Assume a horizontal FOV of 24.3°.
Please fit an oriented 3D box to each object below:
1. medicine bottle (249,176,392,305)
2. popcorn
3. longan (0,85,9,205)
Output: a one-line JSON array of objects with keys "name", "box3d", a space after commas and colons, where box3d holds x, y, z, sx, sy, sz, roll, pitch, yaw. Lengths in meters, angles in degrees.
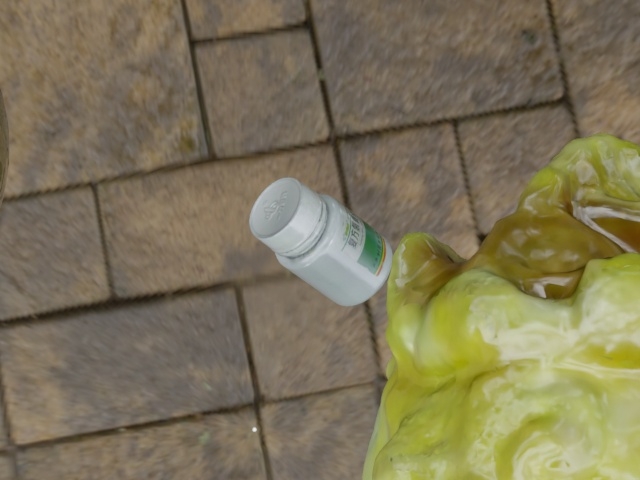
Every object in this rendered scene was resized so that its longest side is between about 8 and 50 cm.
[{"name": "medicine bottle", "box3d": [0.000, 0.000, 1.388, 0.130, 0.080, 0.080, 37, 80, -38]}, {"name": "popcorn", "box3d": [0.108, 0.090, 0.677, 0.195, 0.256, 0.255, 19, 113, 3]}, {"name": "longan", "box3d": [-0.125, -0.024, 0.350, 0.113, 0.092, 0.113, 0, 89, 22]}]
